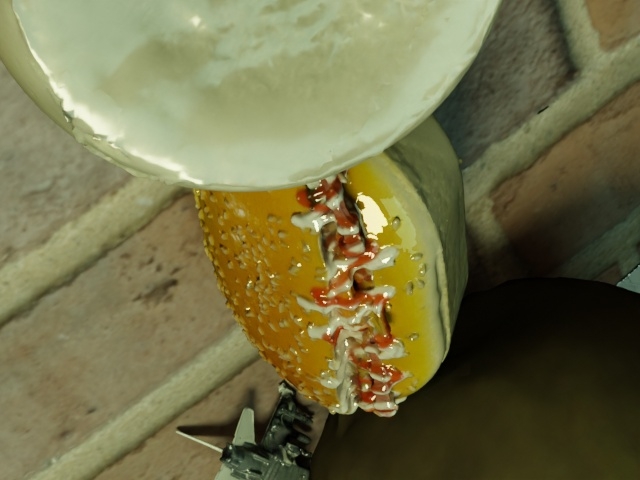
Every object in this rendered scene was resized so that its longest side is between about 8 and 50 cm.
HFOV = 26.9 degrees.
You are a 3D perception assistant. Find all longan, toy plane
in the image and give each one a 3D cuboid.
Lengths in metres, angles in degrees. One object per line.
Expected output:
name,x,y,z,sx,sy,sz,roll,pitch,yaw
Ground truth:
longan,0.186,0.232,1.215,0.404,0.436,0.404,2,135,2
toy plane,-0.040,0.224,1.288,0.234,0.082,0.160,32,77,-48

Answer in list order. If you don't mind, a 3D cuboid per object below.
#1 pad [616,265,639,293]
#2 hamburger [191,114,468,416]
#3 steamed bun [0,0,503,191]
pad,0.353,0.089,1.511,0.232,0.004,0.156,-43,138,4
hamburger,0.000,0.000,1.014,0.151,0.227,0.295,-46,143,-27
steamed bun,-0.047,-0.190,0.792,0.324,0.206,0.324,-5,113,-11
